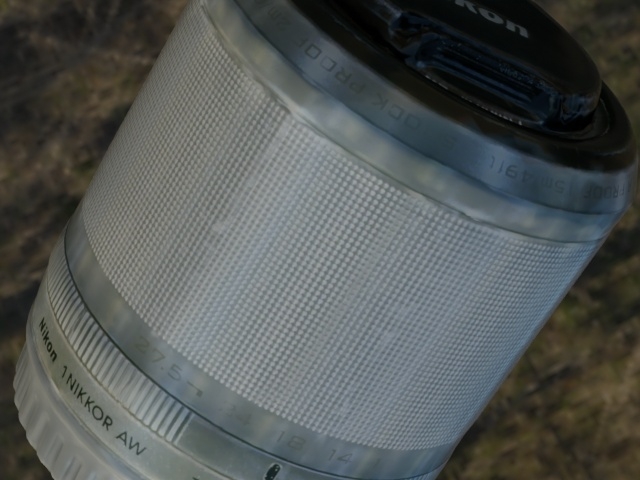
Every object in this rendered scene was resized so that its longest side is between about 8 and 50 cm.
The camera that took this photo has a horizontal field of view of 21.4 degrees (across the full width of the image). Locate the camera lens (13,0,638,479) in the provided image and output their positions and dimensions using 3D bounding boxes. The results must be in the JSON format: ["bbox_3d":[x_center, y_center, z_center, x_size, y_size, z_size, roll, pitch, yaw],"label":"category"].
[{"bbox_3d":[0.000,0.000,0.804,0.219,0.219,0.274,0,129,-49],"label":"camera lens"}]
